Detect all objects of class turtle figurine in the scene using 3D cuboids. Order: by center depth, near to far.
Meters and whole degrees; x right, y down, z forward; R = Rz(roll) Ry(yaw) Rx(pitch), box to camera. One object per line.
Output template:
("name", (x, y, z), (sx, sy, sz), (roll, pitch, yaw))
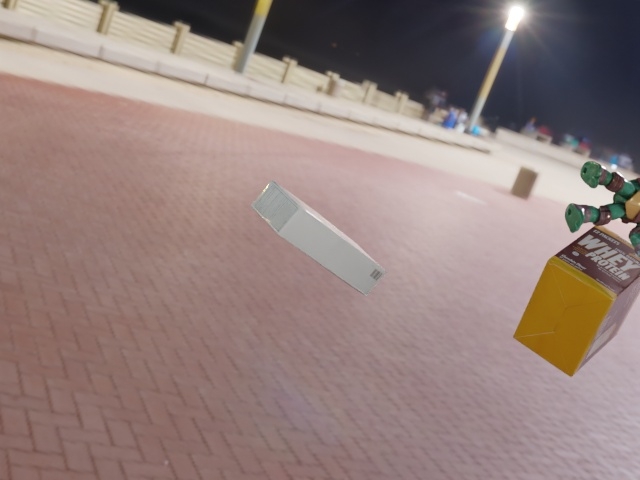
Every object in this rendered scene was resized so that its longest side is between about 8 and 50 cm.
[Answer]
("turtle figurine", (0.516, -0.053, 1.409), (0.234, 0.175, 0.118), (9, 4, -14))

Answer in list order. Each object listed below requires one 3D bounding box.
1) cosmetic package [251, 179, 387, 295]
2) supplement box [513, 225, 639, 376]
("cosmetic package", (0.000, 0.000, 1.425), (0.239, 0.060, 0.099), (36, 8, -42))
("supplement box", (0.480, 0.105, 1.603), (0.129, 0.191, 0.194), (35, 41, 27))
